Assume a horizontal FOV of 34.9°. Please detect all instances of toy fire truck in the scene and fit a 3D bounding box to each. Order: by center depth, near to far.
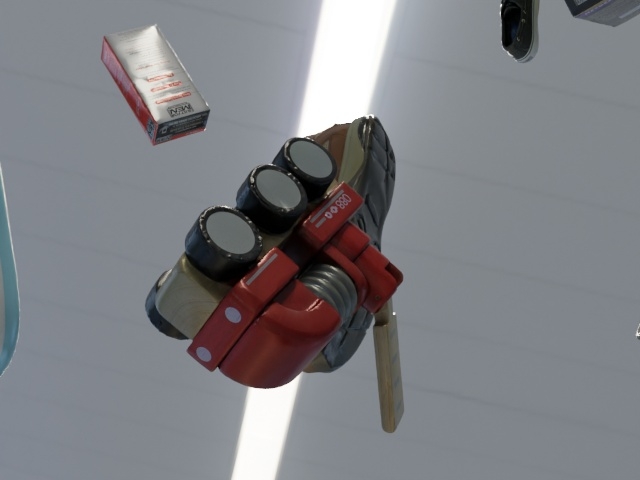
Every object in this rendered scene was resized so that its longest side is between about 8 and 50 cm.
[{"bbox_3d":[-0.004,0.068,0.896,0.246,0.217,0.158,40,-50,3],"label":"toy fire truck"}]

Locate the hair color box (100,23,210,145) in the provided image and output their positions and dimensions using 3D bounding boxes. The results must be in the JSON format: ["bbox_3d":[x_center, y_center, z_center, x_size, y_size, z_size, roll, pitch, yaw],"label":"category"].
[{"bbox_3d":[-0.195,-0.184,1.195,0.072,0.141,0.043,-20,-25,-28],"label":"hair color box"}]

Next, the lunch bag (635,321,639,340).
[{"bbox_3d":[0.469,0.023,1.037,0.235,0.287,0.169,28,-48,2],"label":"lunch bag"}]

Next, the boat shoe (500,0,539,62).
[{"bbox_3d":[0.252,-0.294,1.308,0.040,0.142,0.049,21,-34,-35],"label":"boat shoe"}]

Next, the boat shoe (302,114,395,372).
[{"bbox_3d":[0.000,0.000,1.110,0.120,0.324,0.122,-3,-43,21],"label":"boat shoe"}]

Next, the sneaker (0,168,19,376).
[{"bbox_3d":[-0.286,-0.058,0.536,0.127,0.319,0.208,-18,-6,37],"label":"sneaker"}]

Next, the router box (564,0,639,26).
[{"bbox_3d":[0.309,-0.423,1.268,0.081,0.243,0.308,-28,-96,28],"label":"router box"}]
